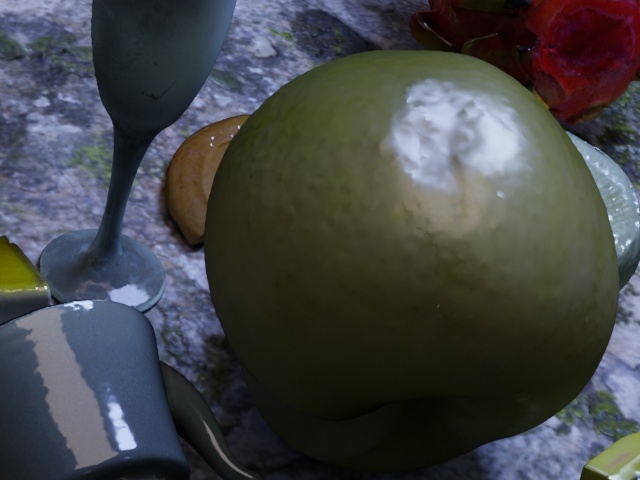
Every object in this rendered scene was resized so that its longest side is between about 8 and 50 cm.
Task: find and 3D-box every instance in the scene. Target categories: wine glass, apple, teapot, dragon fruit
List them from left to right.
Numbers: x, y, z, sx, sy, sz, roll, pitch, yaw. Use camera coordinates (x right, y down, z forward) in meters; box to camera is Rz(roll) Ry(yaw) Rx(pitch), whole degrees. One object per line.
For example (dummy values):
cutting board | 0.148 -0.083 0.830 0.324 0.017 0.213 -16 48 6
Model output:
wine glass | -0.207 -0.094 1.075 0.264 0.309 0.096 4 41 -17
teapot | -0.156 0.144 0.951 0.239 0.162 0.149 -12 59 -32
apple | 0.054 0.013 1.063 0.292 0.292 0.254 5 62 -16
dragon fruit | 0.189 -0.258 1.471 0.227 0.307 0.243 -26 17 -30

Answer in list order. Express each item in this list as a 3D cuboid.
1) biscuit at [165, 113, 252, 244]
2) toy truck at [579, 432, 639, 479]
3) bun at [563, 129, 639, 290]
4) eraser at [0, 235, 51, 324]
biscuit | -0.035 -0.060 1.328 0.224 0.033 0.144 -9 46 -32
toy truck | 0.170 0.221 1.005 0.272 0.124 0.157 -26 46 -38
bun | 0.162 -0.010 1.278 0.195 0.118 0.195 12 44 -12
eraser | -0.293 0.045 1.022 0.226 0.069 0.158 -2 12 -21
